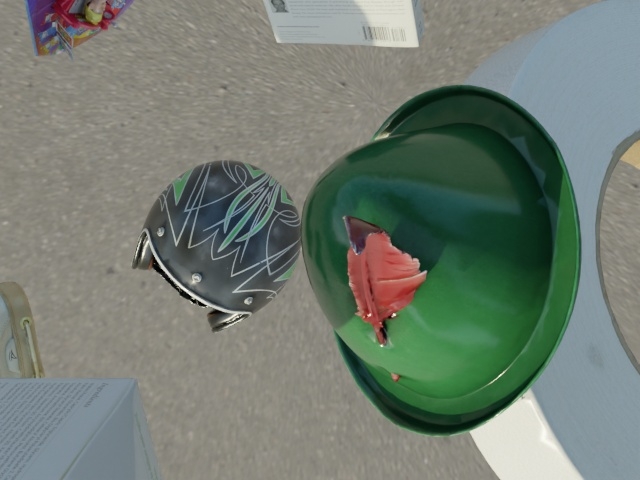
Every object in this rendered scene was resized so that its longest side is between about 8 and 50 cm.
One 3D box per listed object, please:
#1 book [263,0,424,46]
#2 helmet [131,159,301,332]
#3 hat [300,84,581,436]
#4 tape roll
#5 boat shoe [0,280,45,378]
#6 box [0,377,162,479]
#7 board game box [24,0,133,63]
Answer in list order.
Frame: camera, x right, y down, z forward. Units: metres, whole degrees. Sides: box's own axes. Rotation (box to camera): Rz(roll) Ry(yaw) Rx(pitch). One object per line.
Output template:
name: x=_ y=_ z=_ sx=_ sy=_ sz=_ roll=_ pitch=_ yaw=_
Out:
book: x=0.006 y=-0.174 z=0.705 sx=0.096 sy=0.144 sz=0.035 roll=6 pitch=56 yaw=16
helmet: x=-0.098 y=0.001 z=1.166 sx=0.169 sy=0.161 sz=0.169 roll=10 pitch=65 yaw=-21
hat: x=0.000 y=0.000 z=0.533 sx=0.208 sy=0.183 sz=0.173 roll=-49 pitch=52 yaw=38
tape roll: x=0.235 y=0.026 z=0.811 sx=0.392 sy=0.072 sz=0.392 roll=9 pitch=73 yaw=-34
boat shoe: x=-0.171 y=0.098 z=0.675 sx=0.059 sy=0.063 sz=0.170 roll=-33 pitch=133 yaw=-33
box: x=-0.126 y=0.126 z=0.516 sx=0.087 sy=0.102 sz=0.101 roll=-2 pitch=115 yaw=18
board game box: x=-0.181 y=-0.210 z=0.979 sx=0.133 sy=0.168 sz=0.033 roll=-40 pitch=76 yaw=-21
